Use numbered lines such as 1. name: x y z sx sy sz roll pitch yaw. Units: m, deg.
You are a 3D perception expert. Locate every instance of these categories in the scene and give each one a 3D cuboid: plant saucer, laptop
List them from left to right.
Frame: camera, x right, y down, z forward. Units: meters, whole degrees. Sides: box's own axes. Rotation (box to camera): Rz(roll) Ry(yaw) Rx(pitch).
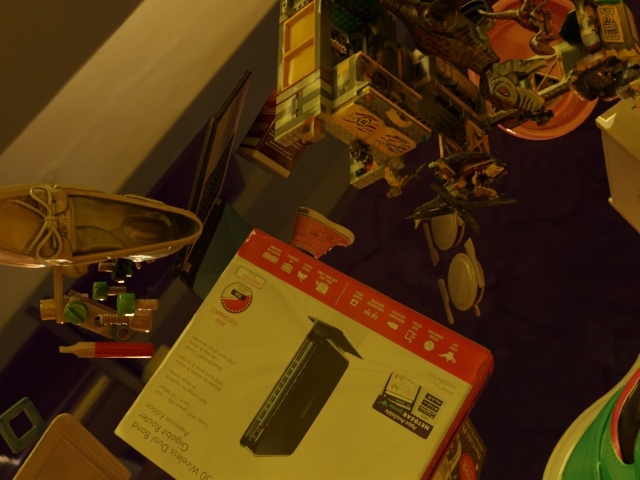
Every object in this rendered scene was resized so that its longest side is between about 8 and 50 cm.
1. laptop: -0.097 -0.036 1.268 0.236 0.408 0.382 16 23 -5
2. plant saucer: 0.477 -0.391 1.646 0.332 0.332 0.084 40 -8 -12

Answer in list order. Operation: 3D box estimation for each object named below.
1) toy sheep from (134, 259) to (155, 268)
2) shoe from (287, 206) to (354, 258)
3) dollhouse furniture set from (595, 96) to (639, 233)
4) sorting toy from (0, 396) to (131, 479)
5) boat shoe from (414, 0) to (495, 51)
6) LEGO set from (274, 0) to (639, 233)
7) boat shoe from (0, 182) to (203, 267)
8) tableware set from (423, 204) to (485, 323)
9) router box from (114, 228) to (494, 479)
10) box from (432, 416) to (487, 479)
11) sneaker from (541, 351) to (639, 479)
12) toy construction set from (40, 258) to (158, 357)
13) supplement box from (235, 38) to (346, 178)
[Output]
1. toy sheep: -0.366 0.003 1.443 0.132 0.091 0.091 41 -12 32
2. shoe: 0.000 0.000 1.422 0.063 0.081 0.178 14 -9 36
3. dollhouse furniture set: 0.511 -0.102 0.799 0.286 0.303 0.198 57 7 35
4. sorting toy: -0.415 0.409 1.165 0.047 0.196 0.347 -14 -57 36
5. boat shoe: 0.188 -0.302 1.054 0.042 0.133 0.049 14 50 -60
6. LEGO set: 0.118 -0.122 0.577 0.255 0.192 0.331 -19 -33 32
7. boat shoe: -0.150 -0.010 0.473 0.048 0.056 0.153 -10 -12 44
8. tableware set: 0.219 0.018 1.134 0.039 0.194 0.128 0 -32 -17
9. router box: -0.018 0.188 0.849 0.335 0.301 0.082 27 -16 23
10. box: 0.136 0.393 1.353 0.179 0.312 0.343 -17 -66 35
11. sneaker: 0.263 0.070 0.438 0.124 0.295 0.178 39 -19 1
12. toy construction set: -0.407 0.073 1.188 0.237 0.257 0.309 3 31 -25
13. supplement box: -0.039 -0.226 1.207 0.073 0.239 0.130 31 -1 -21
